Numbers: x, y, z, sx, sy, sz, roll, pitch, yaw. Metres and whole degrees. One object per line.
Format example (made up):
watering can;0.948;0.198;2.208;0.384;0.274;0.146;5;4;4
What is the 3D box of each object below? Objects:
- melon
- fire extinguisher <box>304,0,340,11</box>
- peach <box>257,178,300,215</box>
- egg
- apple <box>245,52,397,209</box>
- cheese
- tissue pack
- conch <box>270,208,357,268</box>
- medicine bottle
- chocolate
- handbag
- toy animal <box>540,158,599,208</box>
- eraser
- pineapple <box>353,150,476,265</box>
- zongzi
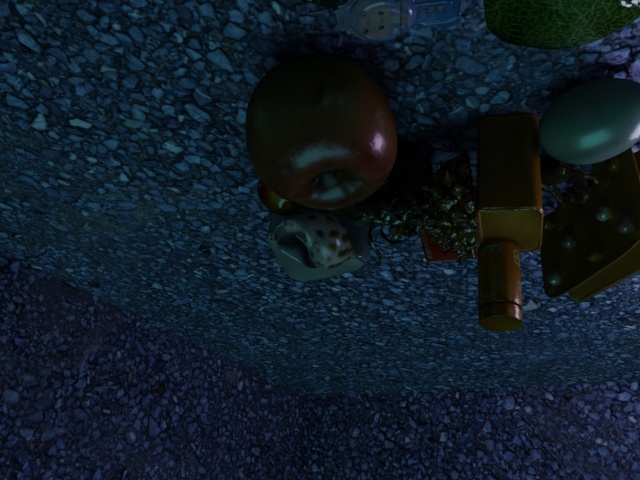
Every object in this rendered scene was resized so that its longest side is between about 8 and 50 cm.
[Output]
melon;0.411;-0.445;0.911;0.331;0.226;0.344;-5;139;-8
fire extinguisher;-0.098;-0.503;1.054;0.294;0.118;0.093;12;116;-4
peach;-0.123;-0.137;1.685;0.118;0.151;0.151;-16;144;16
egg;0.579;-0.251;1.210;0.230;0.168;0.168;-20;140;36
apple;0.003;-0.245;1.283;0.338;0.305;0.338;-4;149;-3
cheese;0.152;-0.444;1.115;0.244;0.052;0.135;-3;153;7
tissue pack;0.444;-0.135;1.352;0.145;0.275;0.194;-3;149;20
conch;0.000;0.000;1.685;0.275;0.149;0.182;44;142;-21
medicine bottle;0.406;0.101;1.301;0.096;0.192;0.096;6;150;4
chocolate;0.410;-0.040;1.684;0.234;0.108;0.237;-8;149;15
handbag;0.688;-0.038;1.438;0.133;0.283;0.401;10;150;-10
toy animal;0.592;-0.172;1.400;0.116;0.114;0.255;13;160;-1
eraser;0.009;0.011;1.885;0.331;0.150;0.331;10;151;6
pineapple;0.216;-0.071;1.358;0.271;0.263;0.262;-3;149;7
zongzi;0.133;-0.142;1.601;0.322;0.160;0.360;-1;171;-1
